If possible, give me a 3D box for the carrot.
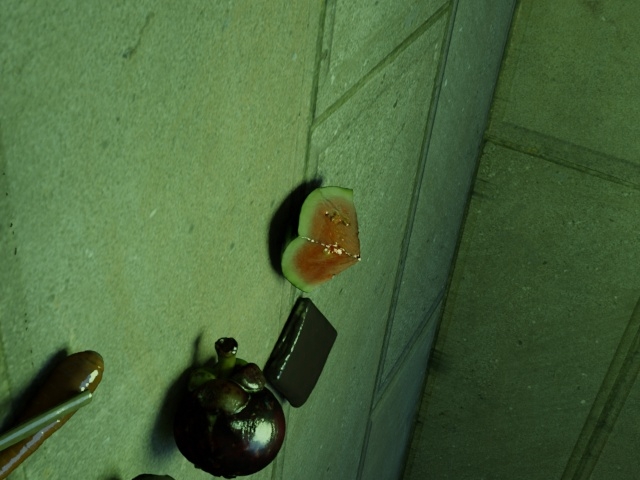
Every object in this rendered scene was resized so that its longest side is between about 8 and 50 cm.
[{"bbox_3d":[-0.301,0.198,0.875,0.216,0.048,0.048,-52,156,-31],"label":"carrot"}]

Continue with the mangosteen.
[{"bbox_3d":[-0.129,0.254,1.252,0.172,0.172,0.184,76,20,-61],"label":"mangosteen"}]

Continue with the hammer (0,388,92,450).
[{"bbox_3d":[-0.306,0.196,0.824,0.199,0.013,0.062,-26,136,-44],"label":"hammer"}]

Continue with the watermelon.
[{"bbox_3d":[-0.017,-0.007,1.394,0.145,0.137,0.193,17,94,-37],"label":"watermelon"}]

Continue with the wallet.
[{"bbox_3d":[-0.037,0.219,1.653,0.182,0.049,0.229,-64,160,-15],"label":"wallet"}]

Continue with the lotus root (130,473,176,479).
[{"bbox_3d":[-0.239,0.489,1.076,0.346,0.250,0.250,-53,157,-35],"label":"lotus root"}]
